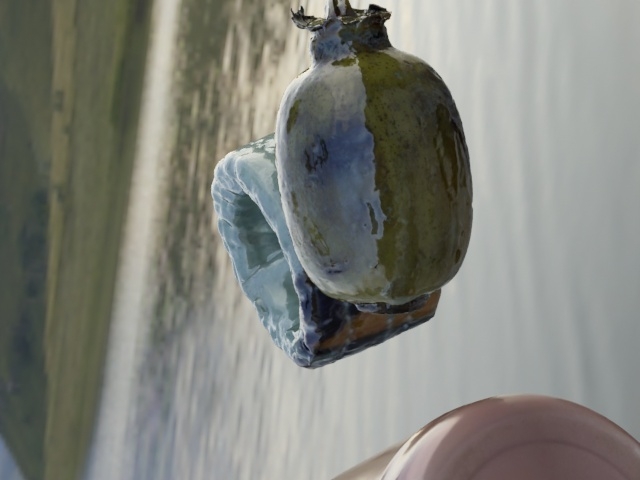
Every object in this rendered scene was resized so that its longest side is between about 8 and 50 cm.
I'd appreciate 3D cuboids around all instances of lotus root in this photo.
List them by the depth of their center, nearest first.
[{"bbox_3d":[0.038,-0.077,1.077,0.154,0.154,0.278,-138,40,-79],"label":"lotus root"}]

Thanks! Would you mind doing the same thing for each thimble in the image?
[{"bbox_3d":[0.000,0.000,1.276,0.237,0.150,0.237,53,157,35],"label":"thimble"}]

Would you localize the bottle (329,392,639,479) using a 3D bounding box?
[{"bbox_3d":[0.070,0.207,0.741,0.297,0.206,0.173,-44,26,58],"label":"bottle"}]
